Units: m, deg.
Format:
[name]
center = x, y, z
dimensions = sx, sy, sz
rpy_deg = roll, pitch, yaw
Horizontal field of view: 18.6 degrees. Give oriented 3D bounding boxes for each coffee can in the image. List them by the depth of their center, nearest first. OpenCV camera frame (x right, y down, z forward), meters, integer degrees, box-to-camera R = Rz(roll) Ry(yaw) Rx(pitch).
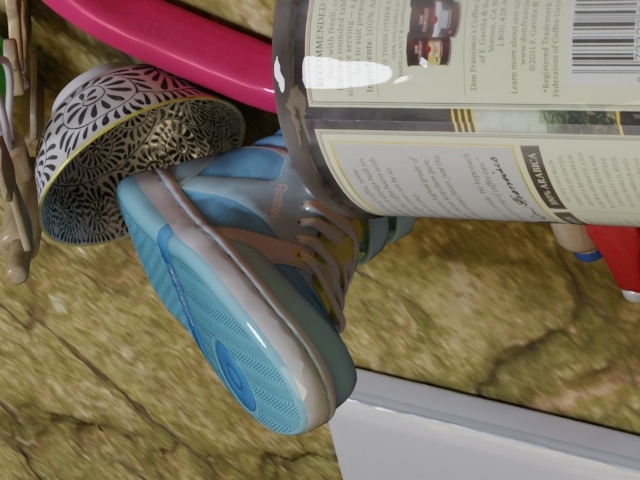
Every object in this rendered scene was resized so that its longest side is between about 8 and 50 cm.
[coffee can]
center = 0.140, -0.106, 1.127
dimensions = 0.275, 0.201, 0.201
rpy_deg = 4, 136, 32

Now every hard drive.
[hard drive]
center = 0.186, 0.227, 1.625
dimensions = 0.353, 0.047, 0.233
rpy_deg = 12, 140, 24

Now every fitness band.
[fitness band]
center = -0.086, -0.177, 1.303
dimensions = 0.291, 0.054, 0.209
rpy_deg = 24, 157, 9

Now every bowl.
[bowl]
center = -0.147, -0.078, 1.433
dimensions = 0.080, 0.170, 0.170
rpy_deg = 58, 152, 24

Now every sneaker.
[sneaker]
center = 0.000, 0.000, 1.315
dimensions = 0.319, 0.208, 0.127
rpy_deg = 46, 156, 56

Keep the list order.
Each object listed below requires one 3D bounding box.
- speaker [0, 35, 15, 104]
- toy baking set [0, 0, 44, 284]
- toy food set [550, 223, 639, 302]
[speaker]
center = -0.388, -0.153, 1.505
dimensions = 0.296, 0.131, 0.131
rpy_deg = 21, 143, 12
[toy baking set]
center = -0.225, -0.073, 1.406
dimensions = 0.030, 0.256, 0.197
rpy_deg = -3, 127, -1
[toy food set]
center = 0.222, -0.028, 1.241
dimensions = 0.232, 0.111, 0.104
rpy_deg = 7, 140, 32
